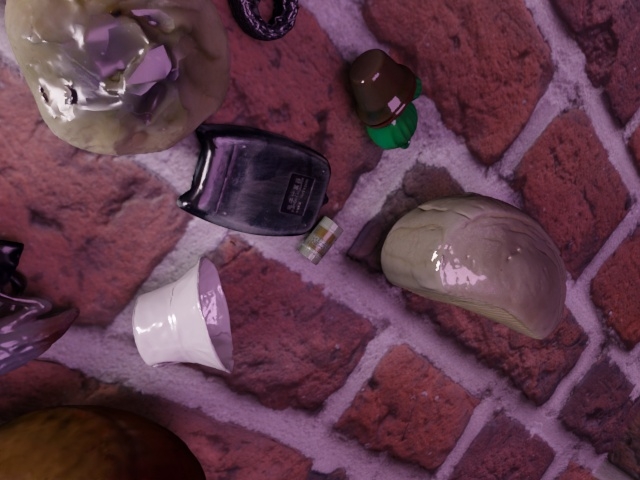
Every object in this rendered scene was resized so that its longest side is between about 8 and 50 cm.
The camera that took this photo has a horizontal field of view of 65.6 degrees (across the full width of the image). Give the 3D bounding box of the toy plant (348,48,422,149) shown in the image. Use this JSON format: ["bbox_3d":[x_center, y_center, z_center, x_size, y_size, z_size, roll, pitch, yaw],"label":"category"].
[{"bbox_3d":[0.122,-0.241,0.864,0.200,0.105,0.143,40,73,-51],"label":"toy plant"}]

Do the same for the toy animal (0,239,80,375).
[{"bbox_3d":[-0.481,0.151,0.689,0.195,0.090,0.324,32,83,-27],"label":"toy animal"}]

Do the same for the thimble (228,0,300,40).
[{"bbox_3d":[-0.082,-0.350,0.727,0.095,0.066,0.104,-42,126,-7],"label":"thimble"}]

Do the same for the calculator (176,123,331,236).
[{"bbox_3d":[-0.095,-0.093,0.839,0.268,0.040,0.177,8,107,-35],"label":"calculator"}]

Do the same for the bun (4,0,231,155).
[{"bbox_3d":[-0.242,-0.236,0.626,0.272,0.168,0.273,-7,111,-18],"label":"bun"}]

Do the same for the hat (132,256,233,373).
[{"bbox_3d":[-0.219,0.130,0.790,0.126,0.203,0.203,-11,116,-3],"label":"hat"}]

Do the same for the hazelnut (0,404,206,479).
[{"bbox_3d":[-0.368,0.432,0.723,0.420,0.353,0.421,-30,156,-15],"label":"hazelnut"}]

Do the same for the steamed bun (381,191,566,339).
[{"bbox_3d":[0.326,0.032,0.993,0.383,0.247,0.236,23,86,-27],"label":"steamed bun"}]

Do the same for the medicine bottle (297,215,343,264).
[{"bbox_3d":[0.000,0.000,0.917,0.047,0.047,0.083,39,87,-34],"label":"medicine bottle"}]
